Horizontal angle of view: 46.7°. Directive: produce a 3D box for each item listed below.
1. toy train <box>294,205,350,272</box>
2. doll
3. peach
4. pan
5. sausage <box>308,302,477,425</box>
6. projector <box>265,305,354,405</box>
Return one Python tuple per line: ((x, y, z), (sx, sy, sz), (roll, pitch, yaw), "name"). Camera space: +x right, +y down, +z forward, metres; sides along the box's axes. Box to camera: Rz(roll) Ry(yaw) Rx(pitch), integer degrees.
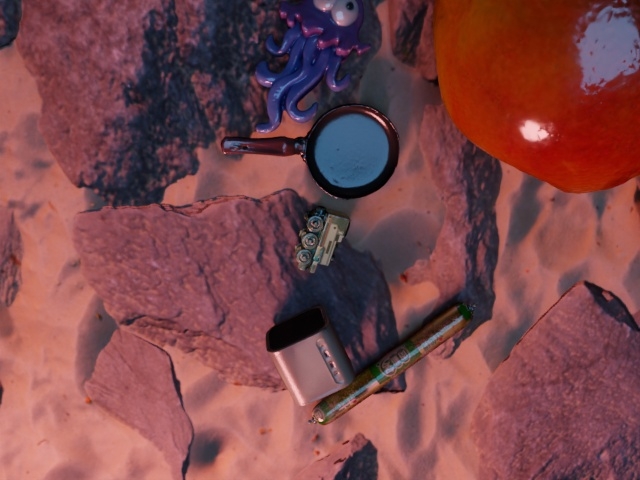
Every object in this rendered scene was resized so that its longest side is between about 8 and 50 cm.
((0.000, 0.000, 0.903), (0.053, 0.033, 0.083), (14, 104, -14), "toy train")
((-0.011, -0.205, 0.820), (0.110, 0.067, 0.206), (28, 90, -3), "doll")
((0.266, -0.220, 0.739), (0.307, 0.308, 0.332), (20, 98, -12), "peach")
((-0.011, -0.106, 0.865), (0.212, 0.040, 0.115), (1, 107, -12), "pan")
((0.093, 0.161, 0.960), (0.269, 0.033, 0.033), (-37, 107, 5), "sausage")
((-0.013, 0.141, 0.916), (0.083, 0.083, 0.082), (-25, 107, 1), "projector")
